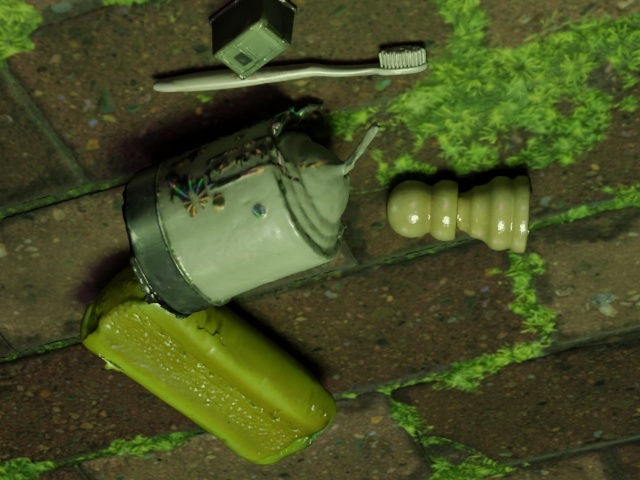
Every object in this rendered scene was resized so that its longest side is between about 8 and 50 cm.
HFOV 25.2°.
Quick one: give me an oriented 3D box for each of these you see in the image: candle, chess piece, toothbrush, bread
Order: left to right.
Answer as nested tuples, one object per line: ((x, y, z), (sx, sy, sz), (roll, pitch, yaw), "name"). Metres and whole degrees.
((-0.143, 0.158, 1.889), (0.166, 0.112, 0.383), (-32, 127, 27), "bread")
((-0.059, -0.045, 1.622), (0.330, 0.187, 0.187), (-21, 133, 20), "candle")
((-0.035, -0.188, 1.583), (0.307, 0.025, 0.030), (-5, 128, 5), "toothbrush")
((0.163, -0.038, 1.707), (0.170, 0.094, 0.094), (6, 137, 5), "chess piece")

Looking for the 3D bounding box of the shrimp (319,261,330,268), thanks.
((-0.003, -0.002, 1.782), (0.038, 0.029, 0.092), (9, 131, 3), "shrimp")

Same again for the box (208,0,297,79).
((-0.072, -0.221, 1.521), (0.084, 0.063, 0.060), (-32, 127, 29), "box")
